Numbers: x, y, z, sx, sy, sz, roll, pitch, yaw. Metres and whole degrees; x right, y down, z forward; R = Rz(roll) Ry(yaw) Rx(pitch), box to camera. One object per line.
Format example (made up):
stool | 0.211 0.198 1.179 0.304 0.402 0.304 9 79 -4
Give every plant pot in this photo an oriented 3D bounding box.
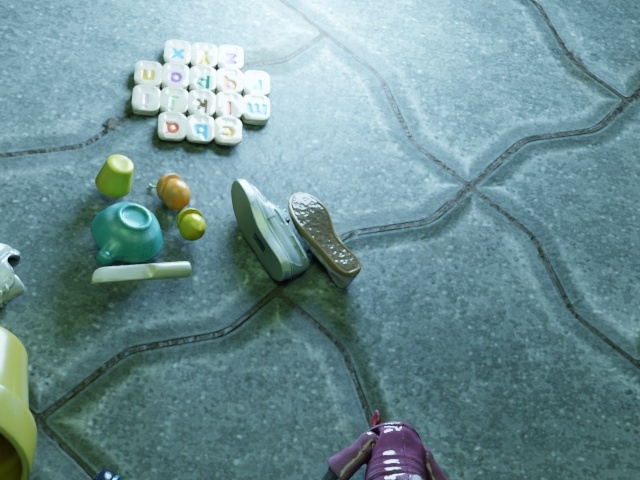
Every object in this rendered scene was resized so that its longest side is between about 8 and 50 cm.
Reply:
plant pot | -0.557 0.259 1.787 0.254 0.254 0.239 8 38 -6

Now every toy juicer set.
toy juicer set | -0.319 -0.007 2.123 0.209 0.089 0.329 13 43 -19

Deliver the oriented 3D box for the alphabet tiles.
alphabet tiles | -0.246 -0.307 2.389 0.284 0.021 0.278 4 53 -9

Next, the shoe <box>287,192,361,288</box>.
shoe | 0.000 0.000 2.199 0.076 0.058 0.219 -20 59 -26

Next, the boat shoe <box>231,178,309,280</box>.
boat shoe | -0.095 -0.024 2.190 0.081 0.079 0.227 -15 63 -32

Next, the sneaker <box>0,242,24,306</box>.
sneaker | -0.576 0.089 1.991 0.115 0.090 0.232 12 54 -8

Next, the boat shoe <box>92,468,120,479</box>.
boat shoe | -0.401 0.450 1.755 0.089 0.109 0.258 25 51 10

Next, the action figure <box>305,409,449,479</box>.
action figure | 0.108 0.381 1.803 0.248 0.276 0.370 10 34 -11
